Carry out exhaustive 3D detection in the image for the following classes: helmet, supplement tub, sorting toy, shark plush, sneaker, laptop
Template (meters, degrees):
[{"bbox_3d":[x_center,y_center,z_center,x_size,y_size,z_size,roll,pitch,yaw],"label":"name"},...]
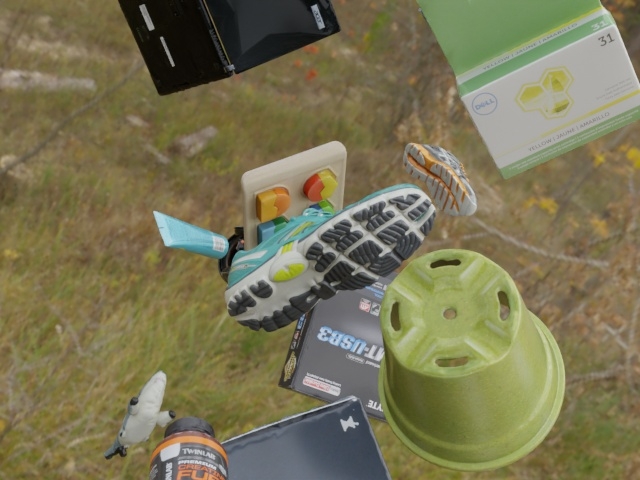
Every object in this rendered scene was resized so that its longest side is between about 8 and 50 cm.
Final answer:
[{"bbox_3d":[-0.151,0.046,2.132,0.169,0.169,0.161,37,-11,6],"label":"helmet"},{"bbox_3d":[-0.171,0.321,1.211,0.106,0.106,0.198,24,27,-22],"label":"supplement tub"},{"bbox_3d":[-0.041,-0.057,1.605,0.193,0.208,0.038,-21,50,-19],"label":"sorting toy"},{"bbox_3d":[-0.272,0.274,1.415,0.073,0.161,0.067,15,28,-23],"label":"shark plush"},{"bbox_3d":[0.000,0.000,1.076,0.107,0.275,0.110,46,26,-39],"label":"sneaker"},{"bbox_3d":[-0.145,-0.345,1.271,0.136,0.264,0.234,-36,111,-40],"label":"laptop"},{"bbox_3d":[0.245,-0.125,1.807,0.083,0.084,0.215,-7,42,-29],"label":"sneaker"}]

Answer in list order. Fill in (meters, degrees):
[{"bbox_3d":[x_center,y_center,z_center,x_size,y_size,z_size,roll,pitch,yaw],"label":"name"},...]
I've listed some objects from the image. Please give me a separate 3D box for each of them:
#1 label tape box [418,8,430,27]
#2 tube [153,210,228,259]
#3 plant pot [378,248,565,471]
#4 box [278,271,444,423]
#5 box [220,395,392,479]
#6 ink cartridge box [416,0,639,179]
[{"bbox_3d":[0.297,-0.398,1.540,0.106,0.240,0.334,57,16,-6],"label":"label tape box"},{"bbox_3d":[-0.263,-0.004,1.903,0.207,0.052,0.080,23,34,-60],"label":"tube"},{"bbox_3d":[0.192,0.146,1.280,0.276,0.276,0.254,50,-7,31],"label":"plant pot"},{"bbox_3d":[0.091,0.200,1.889,0.295,0.293,0.073,24,-16,-24],"label":"box"},{"bbox_3d":[-0.021,0.579,1.620,0.297,0.472,0.480,-16,72,-18],"label":"box"},{"bbox_3d":[0.217,-0.193,0.961,0.235,0.171,0.056,54,20,-34],"label":"ink cartridge box"}]
